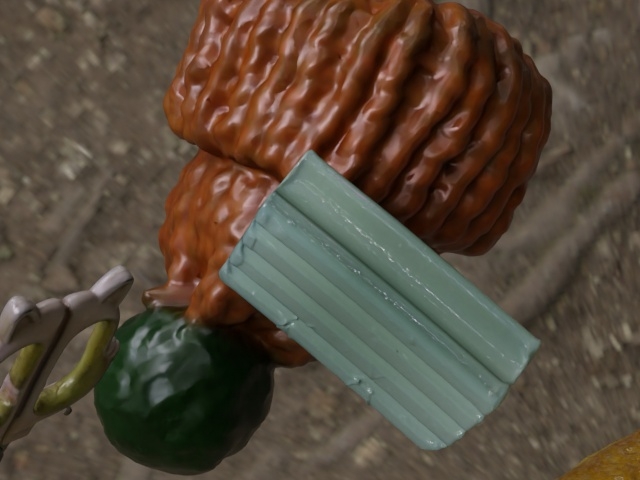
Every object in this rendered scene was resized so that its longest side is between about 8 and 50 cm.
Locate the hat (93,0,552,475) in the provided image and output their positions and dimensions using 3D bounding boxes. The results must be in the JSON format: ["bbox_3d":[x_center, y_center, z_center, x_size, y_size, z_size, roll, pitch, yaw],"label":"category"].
[{"bbox_3d":[0.000,0.000,1.282,0.285,0.285,0.400,17,86,18],"label":"hat"}]

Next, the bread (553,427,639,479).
[{"bbox_3d":[0.240,0.200,1.068,0.210,0.099,0.235,-27,23,-31],"label":"bread"}]

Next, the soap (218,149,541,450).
[{"bbox_3d":[0.036,0.044,1.145,0.198,0.119,0.066,40,60,2],"label":"soap"}]

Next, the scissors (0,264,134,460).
[{"bbox_3d":[-0.221,0.137,1.183,0.024,0.160,0.317,48,130,21],"label":"scissors"}]
